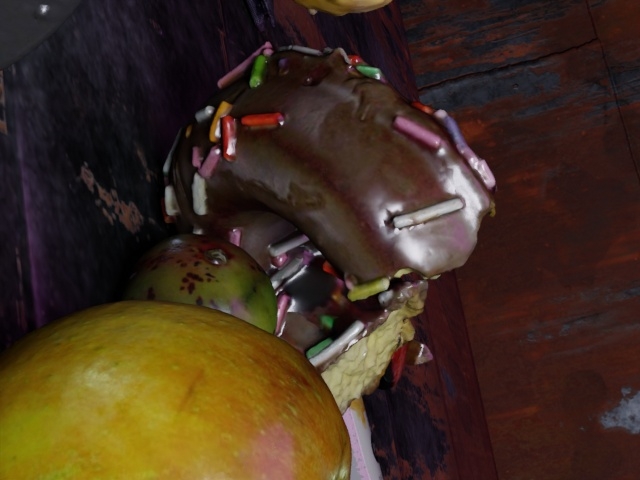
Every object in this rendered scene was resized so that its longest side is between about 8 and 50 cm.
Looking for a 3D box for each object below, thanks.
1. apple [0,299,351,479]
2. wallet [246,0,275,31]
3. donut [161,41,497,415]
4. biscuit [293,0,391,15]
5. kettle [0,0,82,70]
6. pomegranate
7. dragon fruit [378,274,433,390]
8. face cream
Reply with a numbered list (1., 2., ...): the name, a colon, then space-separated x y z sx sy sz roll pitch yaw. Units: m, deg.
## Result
1. apple: -0.092 0.144 0.620 0.237 0.207 0.237 6 90 -75
2. wallet: -0.095 -0.353 1.404 0.111 0.030 0.166 -96 167 -47
3. donut: -0.018 -0.013 0.915 0.259 0.136 0.345 44 -33 11
4. biscuit: -0.103 -0.321 0.697 0.446 0.104 0.429 47 2 4
5. kettle: -0.224 -0.223 0.501 0.271 0.250 0.207 -107 -155 -43
6. pomegranate: -0.095 0.057 0.838 0.130 0.130 0.130 -14 90 -77
7. dragon fruit: 0.046 0.038 1.270 0.282 0.100 0.343 -121 -170 -54
8. face cream: 0.015 0.195 1.213 0.107 0.073 0.269 61 14 -88
